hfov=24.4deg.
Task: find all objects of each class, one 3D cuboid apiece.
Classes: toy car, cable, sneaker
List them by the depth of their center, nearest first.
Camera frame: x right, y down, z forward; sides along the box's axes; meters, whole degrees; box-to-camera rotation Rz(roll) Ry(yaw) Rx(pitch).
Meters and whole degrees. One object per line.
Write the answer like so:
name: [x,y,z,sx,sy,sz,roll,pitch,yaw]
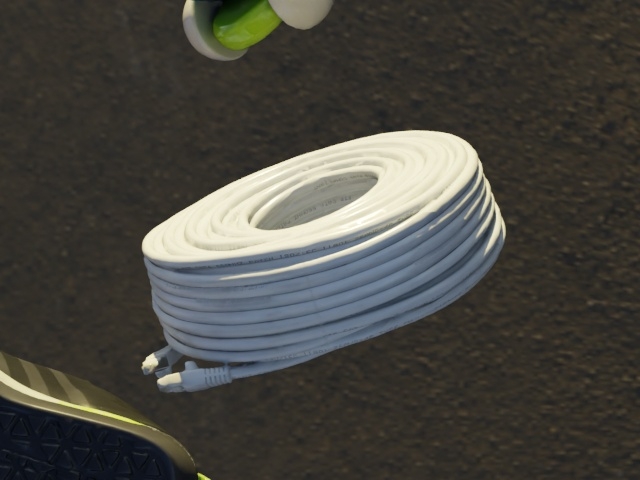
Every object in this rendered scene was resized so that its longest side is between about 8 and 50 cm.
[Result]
sneaker: [-0.171,0.106,0.812,0.235,0.097,0.084,25,92,1]
cable: [0.000,0.000,1.052,0.257,0.257,0.089,-14,109,13]
toy car: [-0.065,-0.260,1.334,0.159,0.136,0.182,-14,47,43]
